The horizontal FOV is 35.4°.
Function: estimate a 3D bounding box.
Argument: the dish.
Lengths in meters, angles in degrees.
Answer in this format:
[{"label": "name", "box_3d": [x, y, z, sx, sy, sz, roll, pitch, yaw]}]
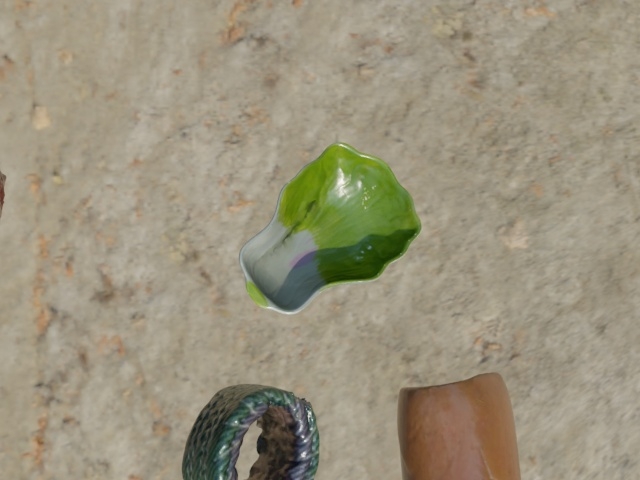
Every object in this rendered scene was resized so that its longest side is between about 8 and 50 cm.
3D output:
[{"label": "dish", "box_3d": [0.000, 0.000, 0.689, 0.091, 0.137, 0.039, 49, 160, 3]}]

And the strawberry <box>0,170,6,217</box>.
[{"label": "strawberry", "box_3d": [-0.533, 0.003, 1.154, 0.312, 0.267, 0.351, -4, 61, 14]}]

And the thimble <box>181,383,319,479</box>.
[{"label": "thimble", "box_3d": [-0.069, 0.208, 0.982, 0.090, 0.118, 0.135, -4, 69, 54]}]

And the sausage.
[{"label": "sausage", "box_3d": [0.144, 0.286, 0.987, 0.121, 0.121, 0.304, -11, 78, 34]}]
